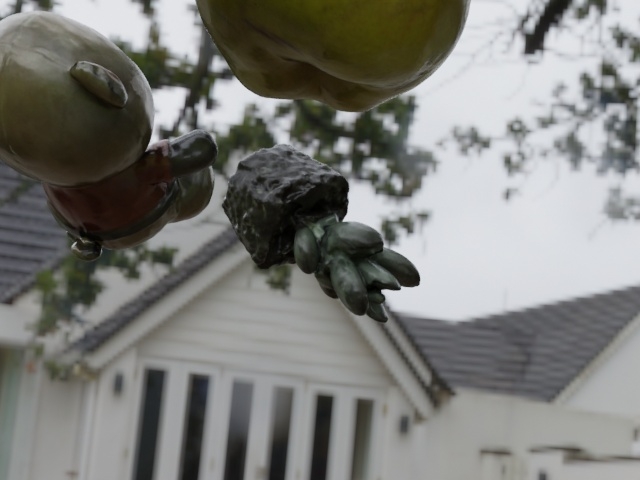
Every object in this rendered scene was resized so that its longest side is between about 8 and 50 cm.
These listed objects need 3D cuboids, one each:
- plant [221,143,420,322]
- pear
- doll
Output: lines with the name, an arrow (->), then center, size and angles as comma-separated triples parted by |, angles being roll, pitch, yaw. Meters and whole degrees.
plant -> -0.002, 0.000, 1.905 | 0.274, 0.146, 0.149 | 41, -36, 23
pear -> 0.010, -0.184, 0.947 | 0.200, 0.200, 0.200 | 5, -13, 1
doll -> -0.243, -0.099, 1.484 | 0.235, 0.174, 0.330 | 18, -25, 28
